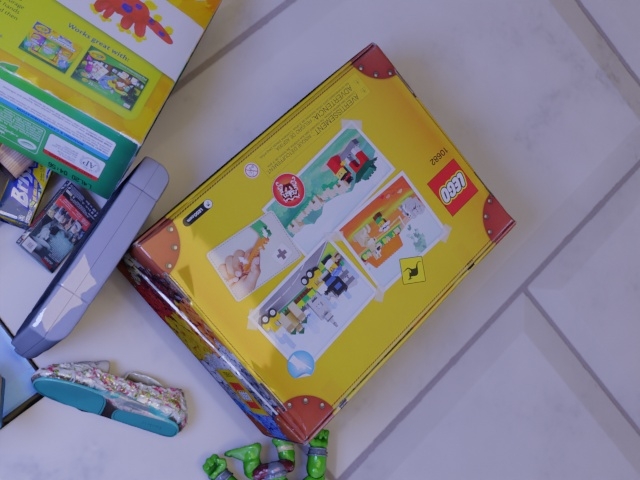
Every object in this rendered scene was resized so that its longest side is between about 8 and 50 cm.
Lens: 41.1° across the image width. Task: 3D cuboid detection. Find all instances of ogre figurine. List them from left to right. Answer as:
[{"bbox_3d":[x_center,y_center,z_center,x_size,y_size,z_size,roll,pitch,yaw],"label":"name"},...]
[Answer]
[{"bbox_3d":[-0.074,0.369,1.324,0.197,0.097,0.118,-5,72,-32],"label":"ogre figurine"}]

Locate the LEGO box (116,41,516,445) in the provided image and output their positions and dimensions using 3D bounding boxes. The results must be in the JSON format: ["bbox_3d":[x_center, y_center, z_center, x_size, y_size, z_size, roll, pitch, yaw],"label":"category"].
[{"bbox_3d":[0.000,0.000,1.326,0.500,0.193,0.372,-43,100,-21],"label":"LEGO box"}]

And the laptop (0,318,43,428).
[{"bbox_3d":[-0.531,0.170,1.156,0.234,0.264,0.136,-38,59,-24],"label":"laptop"}]

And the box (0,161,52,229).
[{"bbox_3d":[-0.432,-0.103,1.280,0.054,0.059,0.169,21,76,-16],"label":"box"}]

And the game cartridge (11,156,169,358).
[{"bbox_3d":[-0.320,0.024,1.200,0.062,0.198,0.297,38,61,-19],"label":"game cartridge"}]

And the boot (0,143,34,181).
[{"bbox_3d":[-0.512,-0.106,1.177,0.152,0.073,0.197,46,56,-16],"label":"boot"}]

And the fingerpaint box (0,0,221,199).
[{"bbox_3d":[-0.405,-0.328,1.209,0.444,0.163,0.371,29,52,-14],"label":"fingerpaint box"}]

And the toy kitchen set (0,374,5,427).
[{"bbox_3d":[-0.490,0.303,1.162,0.207,0.122,0.166,-34,119,-1],"label":"toy kitchen set"}]

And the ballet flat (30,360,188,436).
[{"bbox_3d":[-0.309,0.225,1.278,0.241,0.091,0.077,25,44,-19],"label":"ballet flat"}]

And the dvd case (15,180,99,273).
[{"bbox_3d":[-0.391,-0.020,1.278,0.119,0.013,0.087,-57,147,-18],"label":"dvd case"}]
